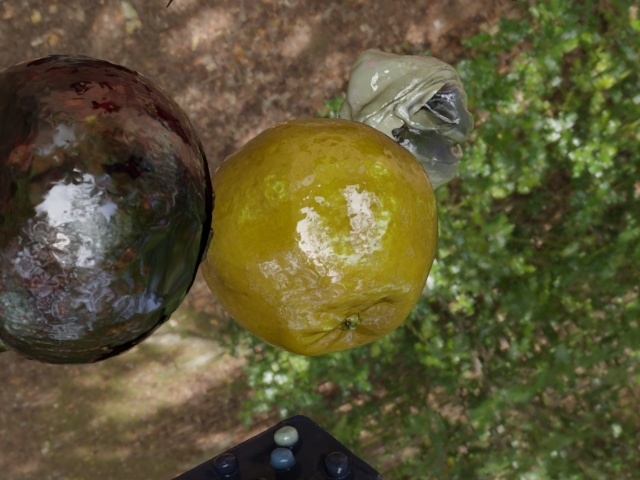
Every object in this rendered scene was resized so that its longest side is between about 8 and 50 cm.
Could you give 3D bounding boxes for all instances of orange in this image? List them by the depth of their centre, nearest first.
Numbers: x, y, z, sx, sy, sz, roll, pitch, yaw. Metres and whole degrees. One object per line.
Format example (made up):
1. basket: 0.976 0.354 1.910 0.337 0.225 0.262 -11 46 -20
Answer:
1. orange: 0.000 0.000 0.987 0.279 0.235 0.279 -7 148 -4

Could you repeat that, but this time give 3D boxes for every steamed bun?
1. steamed bun: 0.193 -0.238 1.812 0.275 0.206 0.320 -54 129 -12

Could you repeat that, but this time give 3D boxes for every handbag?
1. handbag: -0.090 0.359 1.160 0.326 0.118 0.269 -24 -159 -27

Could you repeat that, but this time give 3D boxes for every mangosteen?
1. mangosteen: -0.221 -0.018 0.646 0.289 0.231 0.231 -6 153 -23

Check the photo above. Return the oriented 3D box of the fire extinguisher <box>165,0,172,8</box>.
1. fire extinguisher: -0.194 -0.397 0.951 0.118 0.294 0.093 -27 174 9

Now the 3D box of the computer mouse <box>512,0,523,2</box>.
1. computer mouse: 0.258 -0.440 0.969 0.228 0.145 0.429 -53 151 -16
